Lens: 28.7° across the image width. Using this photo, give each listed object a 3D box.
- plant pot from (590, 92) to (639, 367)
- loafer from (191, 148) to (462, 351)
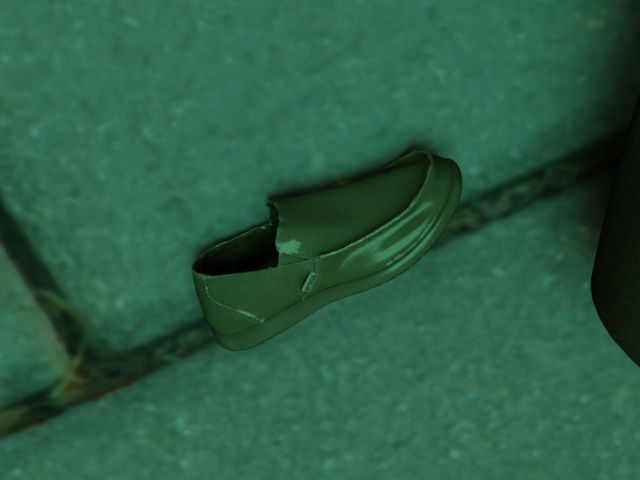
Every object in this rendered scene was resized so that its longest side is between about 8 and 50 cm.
[{"bbox_3d":[0.222,-0.036,0.541,0.215,0.215,0.230,17,126,-14],"label":"plant pot"},{"bbox_3d":[0.000,0.000,0.600,0.148,0.056,0.050,-34,121,10],"label":"loafer"}]
